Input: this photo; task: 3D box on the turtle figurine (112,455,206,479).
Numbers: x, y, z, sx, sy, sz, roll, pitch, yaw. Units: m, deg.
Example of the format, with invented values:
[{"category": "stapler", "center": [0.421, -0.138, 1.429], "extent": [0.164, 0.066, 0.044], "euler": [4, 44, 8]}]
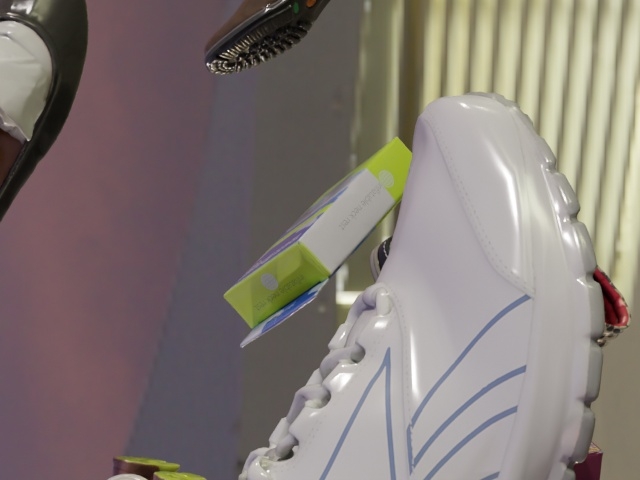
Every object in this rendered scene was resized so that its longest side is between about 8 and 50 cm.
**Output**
[{"category": "turtle figurine", "center": [-0.159, 0.291, 1.233], "extent": [0.269, 0.087, 0.217], "euler": [-176, 97, -69]}]

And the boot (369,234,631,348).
[{"category": "boot", "center": [0.161, 0.047, 1.355], "extent": [0.236, 0.085, 0.179], "euler": [51, 135, 18]}]

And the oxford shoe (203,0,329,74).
[{"category": "oxford shoe", "center": [-0.047, -0.272, 1.644], "extent": [0.096, 0.227, 0.083], "euler": [50, -179, 26]}]

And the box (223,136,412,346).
[{"category": "box", "center": [0.000, 0.000, 1.160], "extent": [0.109, 0.042, 0.178], "euler": [-37, 7, 46]}]

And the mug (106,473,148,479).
[{"category": "mug", "center": [-0.135, 0.204, 1.107], "extent": [0.064, 0.078, 0.062], "euler": [94, 164, -49]}]

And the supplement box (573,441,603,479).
[{"category": "supplement box", "center": [0.234, 0.211, 1.477], "extent": [0.083, 0.055, 0.043], "euler": [-133, 43, -65]}]

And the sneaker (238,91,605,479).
[{"category": "sneaker", "center": [0.027, 0.085, 0.544], "extent": [0.111, 0.129, 0.297], "euler": [114, 164, -78]}]

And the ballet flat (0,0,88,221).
[{"category": "ballet flat", "center": [-0.249, -0.075, 1.107], "extent": [0.096, 0.095, 0.280], "euler": [-60, -7, -86]}]
